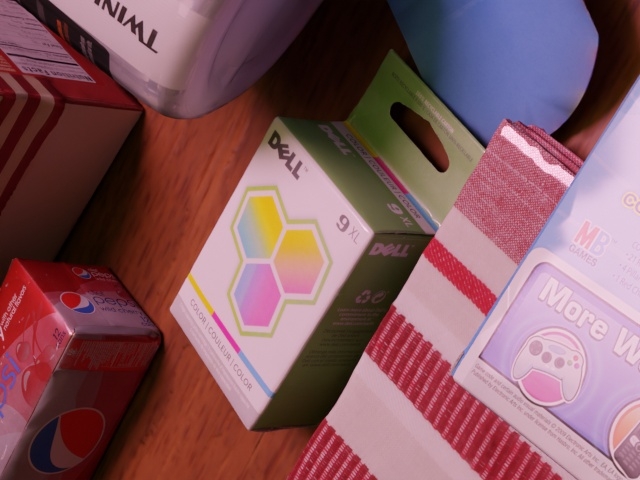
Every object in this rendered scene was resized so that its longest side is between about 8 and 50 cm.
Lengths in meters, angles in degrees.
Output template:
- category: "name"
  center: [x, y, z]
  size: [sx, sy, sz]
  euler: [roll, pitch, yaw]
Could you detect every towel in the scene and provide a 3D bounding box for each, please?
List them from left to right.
- category: "towel"
  center: [0.101, 0.133, 0.783]
  size: [0.237, 0.037, 0.329]
  euler: [46, 118, 34]

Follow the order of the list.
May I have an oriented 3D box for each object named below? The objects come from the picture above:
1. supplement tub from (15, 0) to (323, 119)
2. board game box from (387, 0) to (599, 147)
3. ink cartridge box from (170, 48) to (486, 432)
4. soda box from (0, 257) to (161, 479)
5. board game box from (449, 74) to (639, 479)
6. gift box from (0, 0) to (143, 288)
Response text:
- category: "supplement tub"
  center: [-0.146, -0.244, 0.863]
  size: [0.338, 0.207, 0.207]
  euler: [38, 114, 6]
- category: "board game box"
  center: [0.097, -0.136, 0.814]
  size: [0.133, 0.033, 0.169]
  euler: [-27, 87, 53]
- category: "ink cartridge box"
  center: [0.000, 0.000, 0.869]
  size: [0.109, 0.062, 0.209]
  euler: [52, 123, 35]
- category: "soda box"
  center: [-0.216, 0.144, 1.056]
  size: [0.092, 0.083, 0.263]
  euler: [45, 115, 37]
- category: "board game box"
  center: [0.249, 0.016, 0.578]
  size: [0.308, 0.086, 0.302]
  euler: [39, 101, 39]
- category: "gift box"
  center: [-0.324, -0.076, 1.080]
  size: [0.276, 0.255, 0.258]
  euler: [46, 114, 31]
